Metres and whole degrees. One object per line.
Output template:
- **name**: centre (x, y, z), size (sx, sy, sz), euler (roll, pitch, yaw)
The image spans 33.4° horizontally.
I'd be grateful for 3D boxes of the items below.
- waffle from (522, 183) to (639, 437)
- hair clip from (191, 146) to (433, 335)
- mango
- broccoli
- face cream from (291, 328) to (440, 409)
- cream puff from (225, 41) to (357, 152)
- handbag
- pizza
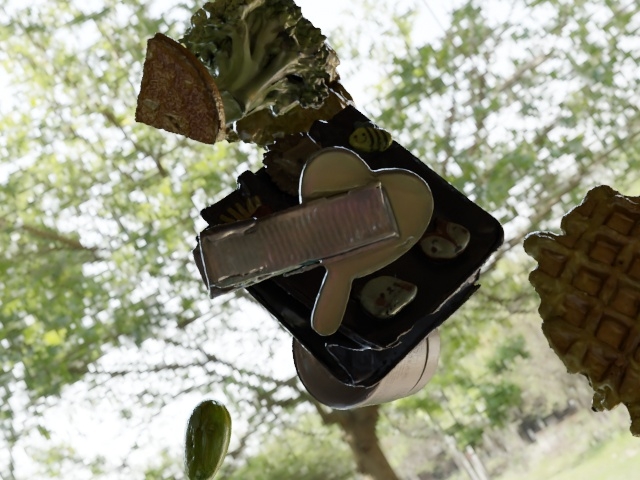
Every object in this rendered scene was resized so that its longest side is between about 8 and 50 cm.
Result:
- **waffle**: centre (0.379, 0.057, 1.131), size (0.311, 0.307, 0.060), euler (-23, -29, -9)
- **hair clip**: centre (0.001, 0.003, 0.941), size (0.218, 0.159, 0.071), euler (-19, 4, -12)
- **mango**: centre (-0.140, 0.246, 1.302), size (0.056, 0.108, 0.073), euler (21, -37, -21)
- **broccoli**: centre (-0.100, -0.266, 1.622), size (0.263, 0.247, 0.243), euler (-56, 9, 43)
- **face cream**: centre (0.066, 0.157, 1.584), size (0.177, 0.177, 0.153), euler (-39, -22, 31)
- **cream puff**: centre (-0.048, -0.286, 2.061), size (0.269, 0.274, 0.323), euler (8, 7, -18)
- **handbag**: centre (0.040, -0.010, 1.397), size (0.303, 0.329, 0.122), euler (-38, -16, -35)
- **pizza**: centre (-0.205, -0.207, 1.499), size (0.134, 0.175, 0.046), euler (-13, 19, 26)
